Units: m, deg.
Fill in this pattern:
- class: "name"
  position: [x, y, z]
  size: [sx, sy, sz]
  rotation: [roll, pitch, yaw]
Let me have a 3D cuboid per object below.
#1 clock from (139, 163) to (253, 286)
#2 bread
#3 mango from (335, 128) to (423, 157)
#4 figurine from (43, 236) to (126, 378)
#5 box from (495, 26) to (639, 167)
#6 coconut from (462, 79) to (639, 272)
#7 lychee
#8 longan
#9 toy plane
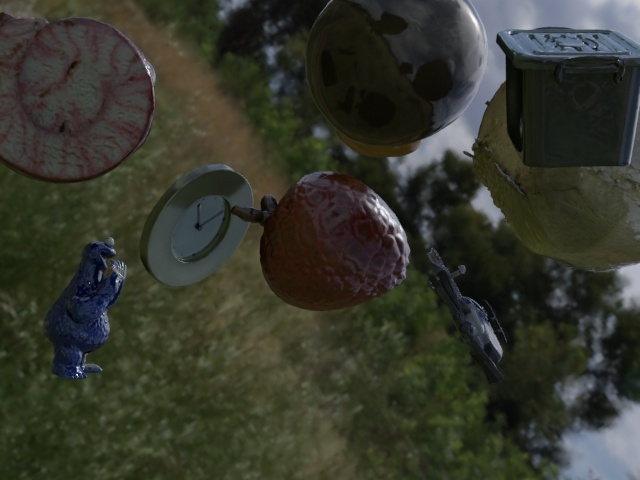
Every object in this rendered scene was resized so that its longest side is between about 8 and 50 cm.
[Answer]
- class: "clock"
  position: [-0.212, -0.025, 1.906]
  size: [0.029, 0.235, 0.235]
  rotation: [35, -15, 32]
- class: "bread"
  position: [-0.458, -0.248, 1.967]
  size: [0.114, 0.327, 0.295]
  rotation: [-176, -91, -74]
- class: "mango"
  position: [0.119, -0.235, 2.294]
  size: [0.262, 0.157, 0.109]
  rotation: [32, -36, 59]
- class: "figurine"
  position: [-0.430, 0.120, 1.999]
  size: [0.164, 0.120, 0.262]
  rotation: [114, -10, -78]
- class: "box"
  position: [0.299, -0.176, 1.339]
  size: [0.243, 0.163, 0.135]
  rotation: [-87, 177, -72]
- class: "coconut"
  position: [0.435, -0.115, 1.711]
  size: [0.360, 0.346, 0.346]
  rotation: [18, 25, -36]
- class: "lychee"
  position: [0.000, 0.000, 1.848]
  size: [0.255, 0.300, 0.255]
  rotation: [11, 90, -79]
- class: "longan"
  position: [0.136, -0.330, 2.039]
  size: [0.361, 0.361, 0.361]
  rotation: [59, -3, 5]
- class: "toy plane"
  position: [0.196, 0.097, 1.488]
  size: [0.197, 0.053, 0.078]
  rotation: [64, 19, 5]
